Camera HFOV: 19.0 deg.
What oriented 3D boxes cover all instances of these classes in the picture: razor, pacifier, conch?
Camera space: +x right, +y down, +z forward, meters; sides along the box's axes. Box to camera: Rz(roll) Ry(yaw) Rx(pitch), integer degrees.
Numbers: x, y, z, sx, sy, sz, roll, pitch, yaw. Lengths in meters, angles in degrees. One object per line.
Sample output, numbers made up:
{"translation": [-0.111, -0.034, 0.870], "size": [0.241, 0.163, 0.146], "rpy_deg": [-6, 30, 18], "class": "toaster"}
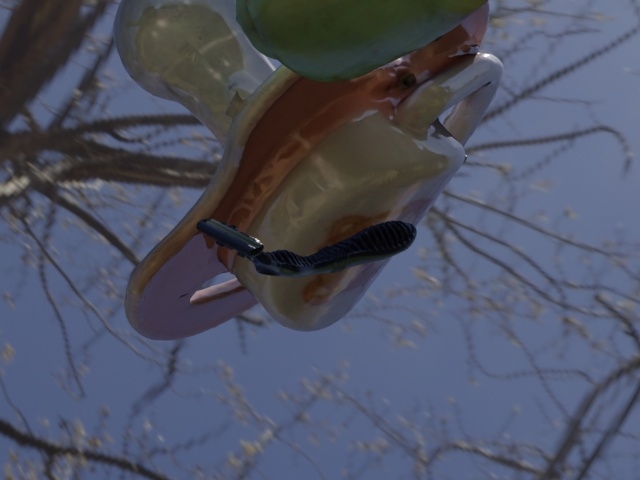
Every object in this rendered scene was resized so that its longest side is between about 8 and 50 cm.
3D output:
{"translation": [-0.001, 0.004, 1.039], "size": [0.155, 0.044, 0.028], "rpy_deg": [-3, -68, -49], "class": "razor"}
{"translation": [-0.022, -0.064, 1.264], "size": [0.273, 0.220, 0.332], "rpy_deg": [27, -54, -11], "class": "pacifier"}
{"translation": [0.028, -0.132, 1.058], "size": [0.106, 0.170, 0.079], "rpy_deg": [31, -119, -48], "class": "conch"}
